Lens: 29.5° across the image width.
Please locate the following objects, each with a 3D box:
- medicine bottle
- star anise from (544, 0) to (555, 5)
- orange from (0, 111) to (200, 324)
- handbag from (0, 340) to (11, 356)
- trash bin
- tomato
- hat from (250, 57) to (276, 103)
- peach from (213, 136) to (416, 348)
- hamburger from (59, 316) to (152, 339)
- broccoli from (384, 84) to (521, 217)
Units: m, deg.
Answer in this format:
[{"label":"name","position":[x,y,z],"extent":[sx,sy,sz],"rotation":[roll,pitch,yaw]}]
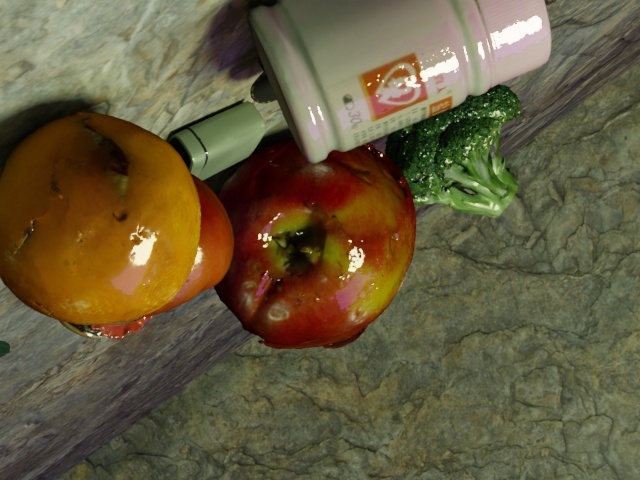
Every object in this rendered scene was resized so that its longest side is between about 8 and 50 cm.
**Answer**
[{"label":"medicine bottle","position":[0.092,-0.239,1.447],"extent":[0.315,0.202,0.202],"rotation":[-22,169,-1]},{"label":"star anise","position":[0.315,-0.388,1.972],"extent":[0.212,0.073,0.197],"rotation":[-34,168,10]},{"label":"orange","position":[-0.257,-0.025,1.374],"extent":[0.246,0.246,0.246],"rotation":[-33,170,-7]},{"label":"handbag","position":[-0.589,0.170,1.664],"extent":[0.238,0.089,0.326],"rotation":[-34,170,7]},{"label":"trash bin","position":[-0.154,-0.131,1.718],"extent":[0.130,0.059,0.116],"rotation":[-29,171,-30]},{"label":"tomato","position":[-0.239,-0.006,1.607],"extent":[0.259,0.180,0.260],"rotation":[-4,-167,1]},{"label":"hat","position":[-0.051,-0.233,1.590],"extent":[0.121,0.050,0.121],"rotation":[-38,170,-8]},{"label":"peach","position":[0.000,0.000,2.028],"extent":[0.353,0.339,0.416],"rotation":[-35,174,6]},{"label":"hamburger","position":[-0.331,0.072,1.841],"extent":[0.175,0.175,0.137],"rotation":[-26,180,-40]},{"label":"broccoli","position":[0.260,-0.174,2.294],"extent":[0.308,0.275,0.308],"rotation":[-49,-168,14]}]
